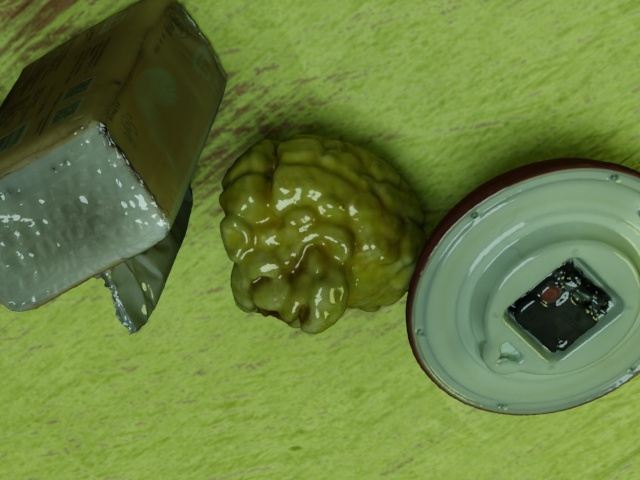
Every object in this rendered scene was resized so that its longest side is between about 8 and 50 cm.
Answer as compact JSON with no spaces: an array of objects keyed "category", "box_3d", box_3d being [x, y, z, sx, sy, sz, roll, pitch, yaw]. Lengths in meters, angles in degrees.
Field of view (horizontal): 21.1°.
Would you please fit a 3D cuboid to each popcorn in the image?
[{"category":"popcorn","box_3d":[0.000,0.000,1.779,0.200,0.203,0.226,-9,136,26]}]

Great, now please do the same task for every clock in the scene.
[{"category":"clock","box_3d":[0.243,0.057,1.776,0.319,0.080,0.318,-8,125,-11]}]

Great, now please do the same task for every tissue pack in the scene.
[{"category":"tissue pack","box_3d":[-0.207,-0.066,1.719,0.239,0.305,0.238,4,122,6]}]
